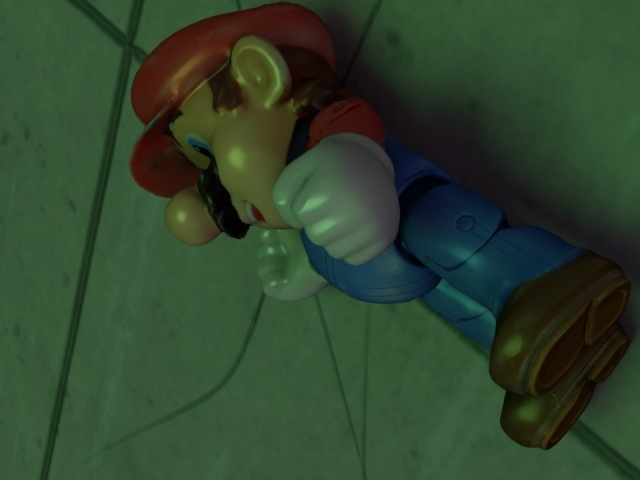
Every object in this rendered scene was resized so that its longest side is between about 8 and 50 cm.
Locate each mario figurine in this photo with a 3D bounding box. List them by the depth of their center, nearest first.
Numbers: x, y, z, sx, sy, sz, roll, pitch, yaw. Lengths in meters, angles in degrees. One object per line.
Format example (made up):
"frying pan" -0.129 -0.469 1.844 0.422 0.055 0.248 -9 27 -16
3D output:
"mario figurine" 0.000 0.000 0.674 0.320 0.170 0.198 37 131 30
